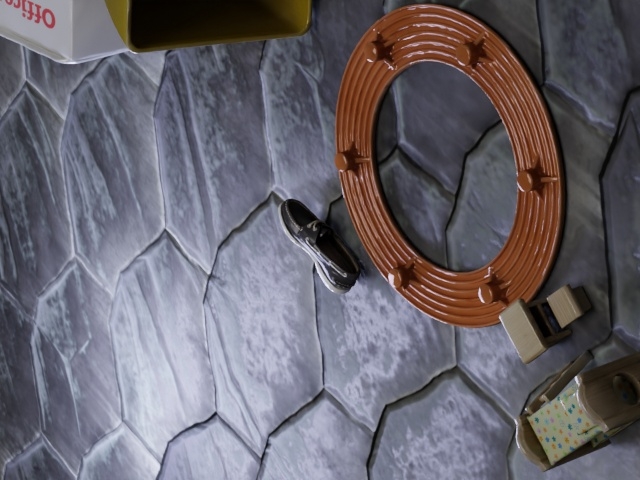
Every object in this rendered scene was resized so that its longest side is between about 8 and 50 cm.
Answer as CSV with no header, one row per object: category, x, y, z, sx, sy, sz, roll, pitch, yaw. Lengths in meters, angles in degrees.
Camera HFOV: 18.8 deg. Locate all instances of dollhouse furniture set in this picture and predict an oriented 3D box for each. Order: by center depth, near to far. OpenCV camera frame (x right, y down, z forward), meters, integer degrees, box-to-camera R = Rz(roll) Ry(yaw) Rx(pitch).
dollhouse furniture set,0.245,0.101,1.798,0.182,0.101,0.161,-45,67,49

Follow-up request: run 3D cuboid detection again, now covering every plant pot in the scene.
plant pot,-0.140,-0.338,2.064,0.187,0.212,0.212,42,134,53

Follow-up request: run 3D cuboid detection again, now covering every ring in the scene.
ring,0.117,-0.072,1.960,0.336,0.032,0.337,21,118,47

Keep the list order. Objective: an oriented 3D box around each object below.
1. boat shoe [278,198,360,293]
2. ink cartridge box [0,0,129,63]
boat shoe,0.000,0.000,2.124,0.125,0.046,0.038,57,140,17
ink cartridge box,-0.306,-0.433,2.263,0.279,0.160,0.385,28,123,43
